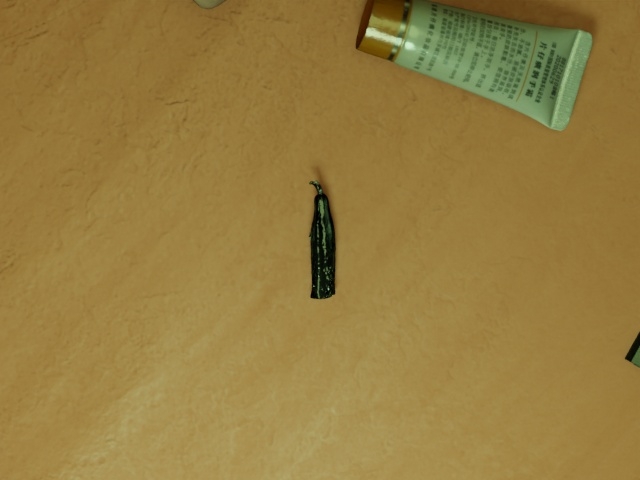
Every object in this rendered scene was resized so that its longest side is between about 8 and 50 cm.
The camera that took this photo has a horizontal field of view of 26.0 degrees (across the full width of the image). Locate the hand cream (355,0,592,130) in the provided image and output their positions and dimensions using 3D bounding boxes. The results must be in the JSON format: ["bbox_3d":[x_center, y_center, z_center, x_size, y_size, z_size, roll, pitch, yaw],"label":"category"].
[{"bbox_3d":[0.209,-0.260,1.865,0.314,0.089,0.139,18,94,-6],"label":"hand cream"}]

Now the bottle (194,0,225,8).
[{"bbox_3d":[-0.107,-0.453,1.812,0.297,0.173,0.206,-45,88,4],"label":"bottle"}]

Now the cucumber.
[{"bbox_3d":[0.000,0.000,1.901,0.039,0.043,0.163,0,90,42],"label":"cucumber"}]

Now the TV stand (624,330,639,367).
[{"bbox_3d":[0.547,0.206,1.914,0.256,0.040,0.049,28,91,-2],"label":"TV stand"}]
